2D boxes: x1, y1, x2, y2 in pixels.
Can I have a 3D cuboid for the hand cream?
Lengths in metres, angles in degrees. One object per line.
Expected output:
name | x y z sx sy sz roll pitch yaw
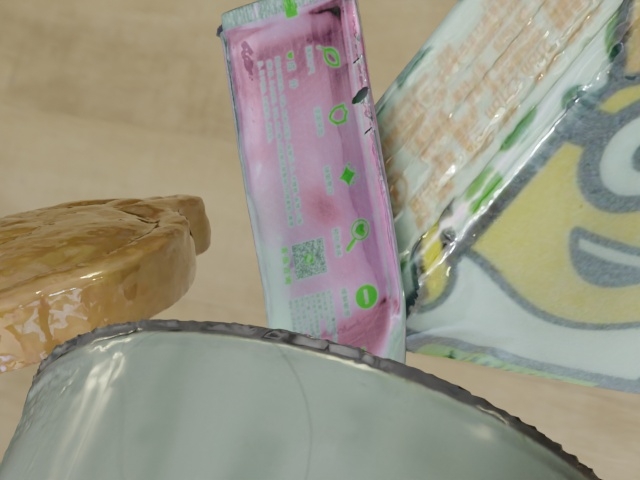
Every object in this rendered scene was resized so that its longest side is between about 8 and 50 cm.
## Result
hand cream | -0.001 0.000 1.028 0.079 0.050 0.275 -8 76 0

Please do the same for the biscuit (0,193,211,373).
biscuit | -0.257 0.037 1.246 0.385 0.365 0.062 -13 99 12

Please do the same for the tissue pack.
tissue pack | 0.169 -0.067 1.049 0.311 0.228 0.128 -52 44 30

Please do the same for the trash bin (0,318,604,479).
trash bin | -0.032 0.191 0.597 0.217 0.277 0.263 -9 49 39
